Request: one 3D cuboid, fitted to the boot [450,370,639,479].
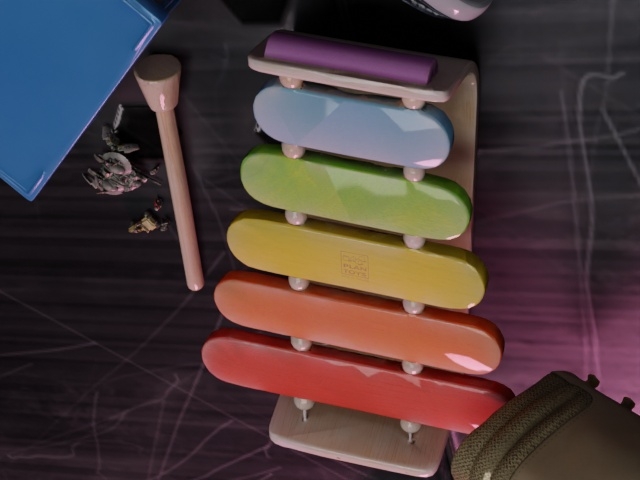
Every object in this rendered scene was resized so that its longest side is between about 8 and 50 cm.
[{"bbox_3d":[0.229,0.144,1.065,0.203,0.262,0.095,32,126,42],"label":"boot"}]

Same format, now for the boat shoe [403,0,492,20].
[{"bbox_3d":[0.004,-0.167,0.950,0.183,0.065,0.083,40,133,-3],"label":"boat shoe"}]

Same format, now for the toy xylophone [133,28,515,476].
[{"bbox_3d":[0.000,0.000,1.080,0.236,0.081,0.323,5,130,20],"label":"toy xylophone"}]

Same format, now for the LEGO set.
[{"bbox_3d":[-0.125,-0.034,1.143,0.054,0.023,0.083,-21,118,35],"label":"LEGO set"}]

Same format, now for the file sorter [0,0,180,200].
[{"bbox_3d":[-0.152,-0.133,1.009,0.118,0.104,0.170,39,133,-6],"label":"file sorter"}]
